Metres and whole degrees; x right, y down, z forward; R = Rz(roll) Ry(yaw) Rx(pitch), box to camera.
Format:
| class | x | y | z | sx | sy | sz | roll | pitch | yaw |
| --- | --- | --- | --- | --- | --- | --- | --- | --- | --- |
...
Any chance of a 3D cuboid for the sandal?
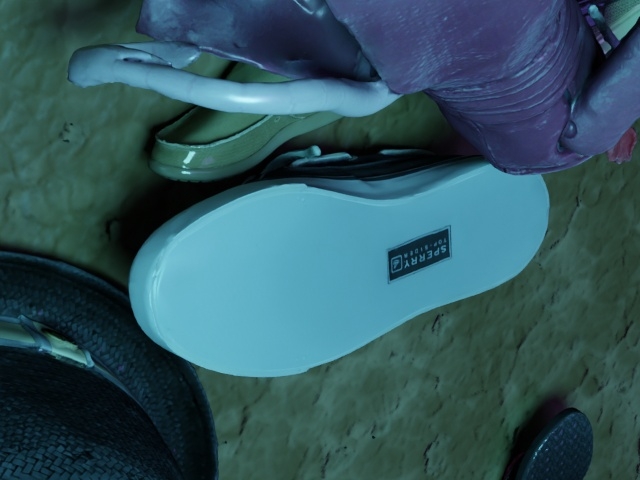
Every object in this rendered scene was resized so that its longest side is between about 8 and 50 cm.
| class | x | y | z | sx | sy | sz | roll | pitch | yaw |
| --- | --- | --- | --- | --- | --- | --- | --- | --- | --- |
| sandal | 0.158 | 0.196 | 1.177 | 0.067 | 0.040 | 0.179 | -12 | 129 | -29 |

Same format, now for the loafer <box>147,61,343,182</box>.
| class | x | y | z | sx | sy | sz | roll | pitch | yaw |
| --- | --- | --- | --- | --- | --- | --- | --- | --- | --- |
| loafer | -0.041 | -0.078 | 0.897 | 0.148 | 0.056 | 0.050 | -31 | 124 | -38 |

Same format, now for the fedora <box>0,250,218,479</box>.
| class | x | y | z | sx | sy | sz | roll | pitch | yaw |
| --- | --- | --- | --- | --- | --- | --- | --- | --- | --- |
| fedora | -0.161 | 0.171 | 0.831 | 0.334 | 0.152 | 0.334 | -15 | 116 | -33 |

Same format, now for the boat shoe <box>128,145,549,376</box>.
| class | x | y | z | sx | sy | sz | roll | pitch | yaw |
| --- | --- | --- | --- | --- | --- | --- | --- | --- | --- |
| boat shoe | 0.000 | -0.004 | 0.924 | 0.306 | 0.105 | 0.113 | -20 | 115 | -39 |

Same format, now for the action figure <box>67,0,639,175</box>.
| class | x | y | z | sx | sy | sz | roll | pitch | yaw |
| --- | --- | --- | --- | --- | --- | --- | --- | --- | --- |
| action figure | 0.094 | -0.108 | 0.839 | 0.370 | 0.248 | 0.276 | 38 | 75 | -50 |

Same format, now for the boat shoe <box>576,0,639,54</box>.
| class | x | y | z | sx | sy | sz | roll | pitch | yaw |
| --- | --- | --- | --- | --- | --- | --- | --- | --- | --- |
| boat shoe | 0.203 | -0.192 | 1.027 | 0.223 | 0.080 | 0.073 | -43 | 134 | -12 |
